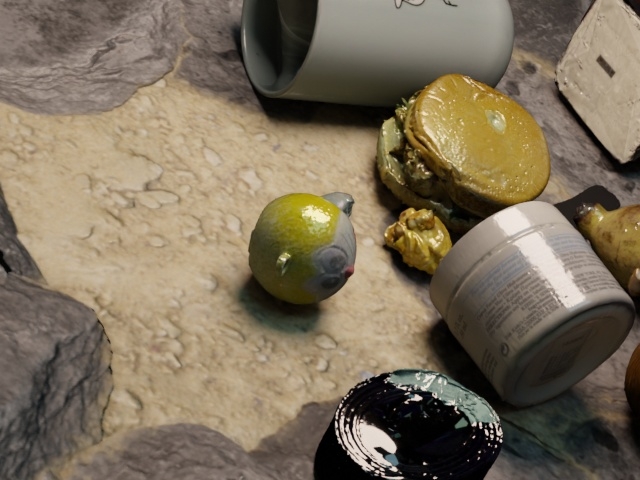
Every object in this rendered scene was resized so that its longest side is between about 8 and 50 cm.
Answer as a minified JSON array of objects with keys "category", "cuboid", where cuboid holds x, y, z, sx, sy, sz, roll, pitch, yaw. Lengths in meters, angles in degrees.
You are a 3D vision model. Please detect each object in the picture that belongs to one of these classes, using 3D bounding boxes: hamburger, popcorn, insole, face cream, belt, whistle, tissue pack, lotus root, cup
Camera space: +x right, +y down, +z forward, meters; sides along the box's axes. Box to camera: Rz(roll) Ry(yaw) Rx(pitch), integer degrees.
[{"category":"hamburger","cuboid":[0.178,-0.093,1.817,0.215,0.122,0.189,19,46,-18]},{"category":"popcorn","cuboid":[0.121,-0.010,1.723,0.084,0.084,0.084,16,40,-14]},{"category":"insole","cuboid":[0.333,-0.032,1.931,0.064,0.004,0.188,42,41,16]},{"category":"face cream","cuboid":[0.229,0.071,1.618,0.177,0.177,0.153,-7,50,-36]},{"category":"belt","cuboid":[0.088,0.202,1.472,0.198,0.078,0.151,-13,49,-38]},{"category":"whistle","cuboid":[0.000,0.000,1.622,0.123,0.123,0.223,35,25,8]},{"category":"tissue pack","cuboid":[0.529,-0.237,2.120,0.370,0.198,0.210,-8,56,-36]},{"category":"lotus root","cuboid":[0.411,0.013,1.838,0.214,0.138,0.138,23,36,17]},{"category":"cup","cuboid":[0.078,-0.270,1.884,0.312,0.205,0.205,2,45,-29]}]

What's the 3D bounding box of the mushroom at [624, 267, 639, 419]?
[{"category":"mushroom","cuboid":[0.506,0.100,1.655,0.345,0.345,0.260,-21,96,-43]}]
